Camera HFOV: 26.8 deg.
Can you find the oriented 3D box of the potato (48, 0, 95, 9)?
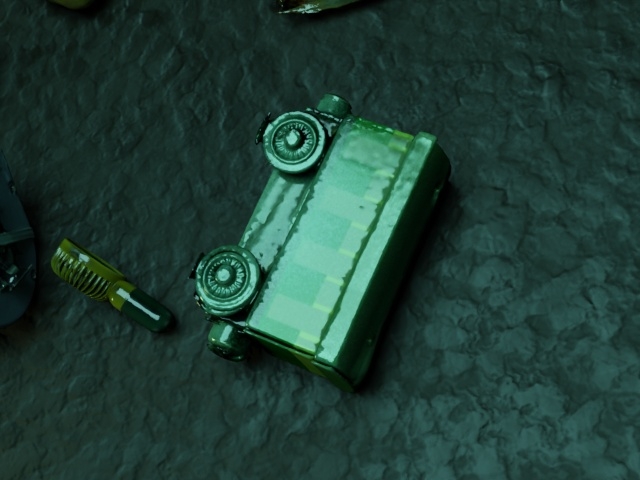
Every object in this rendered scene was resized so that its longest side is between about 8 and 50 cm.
[{"bbox_3d":[-0.326,-0.352,1.633,0.170,0.080,0.107,41,116,26],"label":"potato"}]

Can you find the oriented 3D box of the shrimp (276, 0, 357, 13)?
[{"bbox_3d":[0.025,-0.320,1.536,0.217,0.051,0.115,-21,59,9],"label":"shrimp"}]

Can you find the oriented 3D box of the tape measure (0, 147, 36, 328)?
[{"bbox_3d":[-0.382,0.011,1.464,0.107,0.181,0.182,-10,31,19],"label":"tape measure"}]

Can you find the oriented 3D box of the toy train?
[{"bbox_3d":[0.000,0.000,1.387,0.202,0.120,0.301,20,77,19],"label":"toy train"}]

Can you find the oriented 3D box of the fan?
[{"bbox_3d":[-0.226,0.054,1.460,0.155,0.082,0.039,33,87,13],"label":"fan"}]
